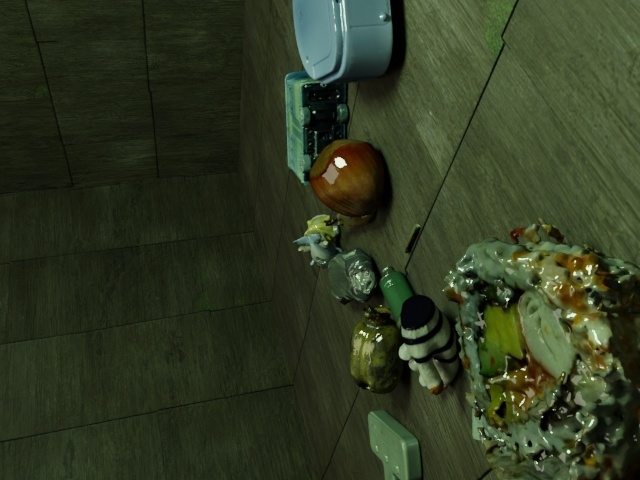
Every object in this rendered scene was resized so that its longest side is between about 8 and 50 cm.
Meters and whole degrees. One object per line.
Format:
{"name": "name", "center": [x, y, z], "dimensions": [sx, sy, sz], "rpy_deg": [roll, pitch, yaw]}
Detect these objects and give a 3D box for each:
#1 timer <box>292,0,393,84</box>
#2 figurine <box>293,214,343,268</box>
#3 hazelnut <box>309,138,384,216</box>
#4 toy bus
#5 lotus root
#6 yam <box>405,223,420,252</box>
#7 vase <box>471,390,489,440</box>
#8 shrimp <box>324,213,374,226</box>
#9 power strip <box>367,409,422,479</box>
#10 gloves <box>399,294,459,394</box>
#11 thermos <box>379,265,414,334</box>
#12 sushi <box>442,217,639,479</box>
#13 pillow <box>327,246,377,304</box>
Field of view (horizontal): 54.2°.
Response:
{"name": "timer", "center": [0.052, -0.564, 1.504], "dimensions": [0.395, 0.174, 0.394], "rpy_deg": [171, 90, -74]}
{"name": "figurine", "center": [0.000, 0.000, 2.021], "dimensions": [0.208, 0.129, 0.183], "rpy_deg": [23, -126, -63]}
{"name": "hazelnut", "center": [0.080, -0.167, 1.625], "dimensions": [0.210, 0.210, 0.186], "rpy_deg": [110, 172, -60]}
{"name": "toy bus", "center": [-0.012, -0.341, 1.889], "dimensions": [0.190, 0.152, 0.312], "rpy_deg": [-125, 31, -59]}
{"name": "lotus root", "center": [0.149, 0.270, 1.629], "dimensions": [0.154, 0.154, 0.277], "rpy_deg": [-135, 39, -66]}
{"name": "yam", "center": [0.216, -0.002, 1.484], "dimensions": [0.107, 0.014, 0.014], "rpy_deg": [102, 155, -52]}
{"name": "vase", "center": [0.308, 0.244, 1.137], "dimensions": [0.096, 0.096, 0.219], "rpy_deg": [143, 121, -73]}
{"name": "shrimp", "center": [0.091, -0.095, 1.810], "dimensions": [0.262, 0.066, 0.117], "rpy_deg": [-8, 75, 61]}
{"name": "power strip", "center": [0.205, 0.600, 1.738], "dimensions": [0.265, 0.059, 0.193], "rpy_deg": [-169, 72, -73]}
{"name": "gloves", "center": [0.242, 0.231, 1.349], "dimensions": [0.218, 0.131, 0.140], "rpy_deg": [55, 176, -28]}
{"name": "thermos", "center": [0.199, 0.140, 1.529], "dimensions": [0.073, 0.083, 0.187], "rpy_deg": [-59, 35, 33]}
{"name": "sushi", "center": [0.316, 0.169, 0.898], "dimensions": [0.417, 0.176, 0.417], "rpy_deg": [172, 90, -75]}
{"name": "pillow", "center": [0.091, 0.110, 1.847], "dimensions": [0.335, 0.093, 0.161], "rpy_deg": [151, 106, -73]}
